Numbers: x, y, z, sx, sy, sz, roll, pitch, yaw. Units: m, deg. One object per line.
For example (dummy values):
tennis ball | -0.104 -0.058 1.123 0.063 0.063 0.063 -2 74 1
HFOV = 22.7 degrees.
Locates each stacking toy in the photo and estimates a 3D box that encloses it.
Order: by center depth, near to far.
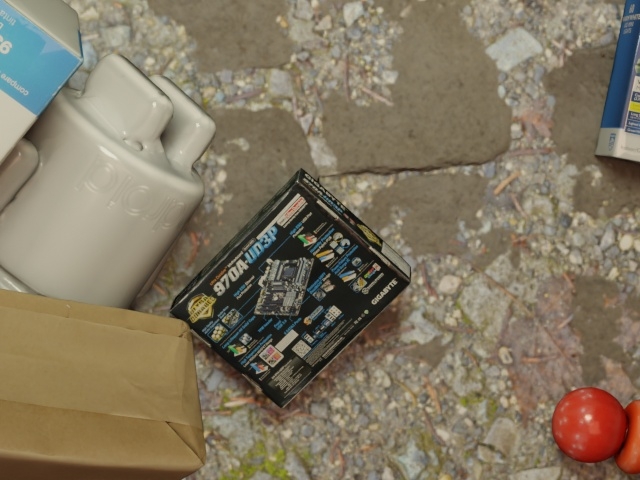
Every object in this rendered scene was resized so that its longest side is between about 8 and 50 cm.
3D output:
stacking toy | 0.433 0.251 1.893 0.330 0.141 0.141 12 93 -5

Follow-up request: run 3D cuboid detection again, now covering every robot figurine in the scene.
robot figurine | -0.262 -0.021 1.695 0.300 0.200 0.353 23 106 -49

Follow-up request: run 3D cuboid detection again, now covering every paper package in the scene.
paper package | -0.319 0.185 1.603 0.309 0.325 0.168 12 61 -30

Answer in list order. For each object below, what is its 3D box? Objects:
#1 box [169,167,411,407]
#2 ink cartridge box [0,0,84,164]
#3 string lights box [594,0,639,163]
box | -0.033 0.056 1.797 0.175 0.051 0.220 41 106 -11
ink cartridge box | -0.376 -0.121 1.559 0.129 0.223 0.307 37 100 -21
string lights box | 0.417 -0.213 1.868 0.133 0.077 0.260 10 93 -9
